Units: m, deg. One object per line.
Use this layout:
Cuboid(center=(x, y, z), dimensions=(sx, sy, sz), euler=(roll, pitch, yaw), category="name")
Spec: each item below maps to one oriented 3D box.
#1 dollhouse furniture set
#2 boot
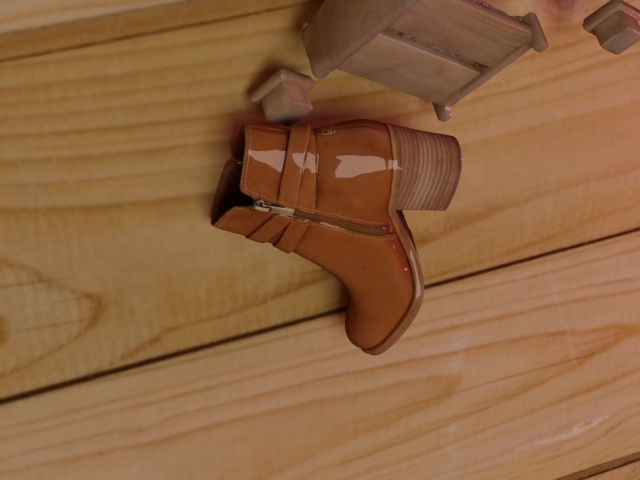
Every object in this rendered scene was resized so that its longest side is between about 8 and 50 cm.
Cuboid(center=(0.141, -0.245, 1.360), dimensions=(0.355, 0.173, 0.303), euler=(-34, 149, 32), category="dollhouse furniture set")
Cuboid(center=(0.000, 0.000, 1.393), dimensions=(0.220, 0.109, 0.283), euler=(3, 136, -17), category="boot")
